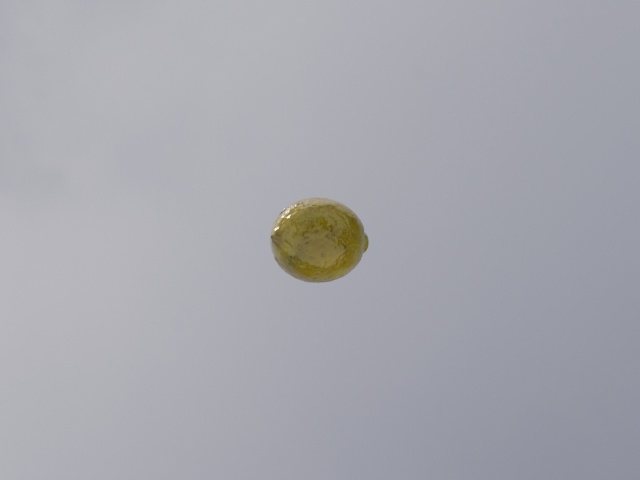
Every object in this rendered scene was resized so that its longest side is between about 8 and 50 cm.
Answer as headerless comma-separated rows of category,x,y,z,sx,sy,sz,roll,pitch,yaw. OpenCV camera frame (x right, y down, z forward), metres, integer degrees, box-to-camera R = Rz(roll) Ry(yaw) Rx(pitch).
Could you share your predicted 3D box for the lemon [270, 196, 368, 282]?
lemon,0.000,0.000,1.224,0.083,0.062,0.062,3,-109,-33
